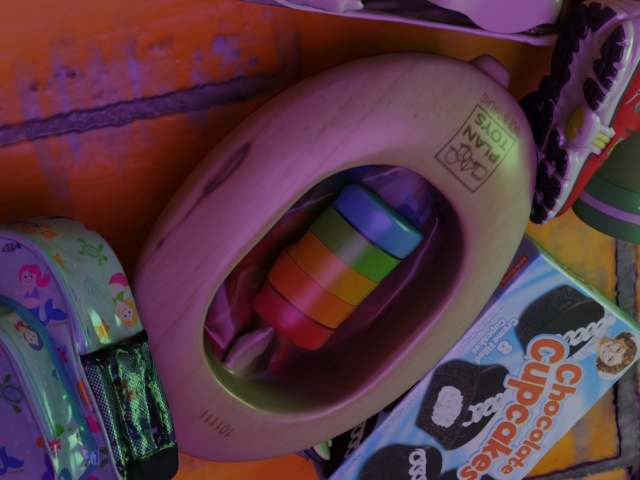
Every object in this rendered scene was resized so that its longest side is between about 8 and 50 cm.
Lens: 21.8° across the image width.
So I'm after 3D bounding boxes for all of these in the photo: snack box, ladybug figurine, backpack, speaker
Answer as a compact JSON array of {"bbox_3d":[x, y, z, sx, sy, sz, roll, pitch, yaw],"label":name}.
[{"bbox_3d":[0.164,0.163,1.694,0.187,0.060,0.322,35,102,-31],"label":"snack box"},{"bbox_3d":[0.000,0.000,1.489,0.449,0.162,0.305,-44,121,8],"label":"ladybug figurine"},{"bbox_3d":[-0.257,0.110,1.383,0.225,0.191,0.253,-14,88,31],"label":"backpack"},{"bbox_3d":[0.326,-0.150,1.538,0.131,0.131,0.296,4,116,-21],"label":"speaker"}]

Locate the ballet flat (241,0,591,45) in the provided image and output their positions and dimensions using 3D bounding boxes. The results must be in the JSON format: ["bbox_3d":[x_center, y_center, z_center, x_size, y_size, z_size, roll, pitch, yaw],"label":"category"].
[{"bbox_3d":[0.063,-0.237,1.400,0.400,0.139,0.139,7,115,-21],"label":"ballet flat"}]

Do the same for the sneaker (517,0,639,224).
[{"bbox_3d":[0.251,-0.106,1.462,0.118,0.107,0.279,-8,152,-22],"label":"sneaker"}]

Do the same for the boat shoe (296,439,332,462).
[{"bbox_3d":[-0.015,0.192,1.615,0.043,0.137,0.049,-15,90,3],"label":"boat shoe"}]
